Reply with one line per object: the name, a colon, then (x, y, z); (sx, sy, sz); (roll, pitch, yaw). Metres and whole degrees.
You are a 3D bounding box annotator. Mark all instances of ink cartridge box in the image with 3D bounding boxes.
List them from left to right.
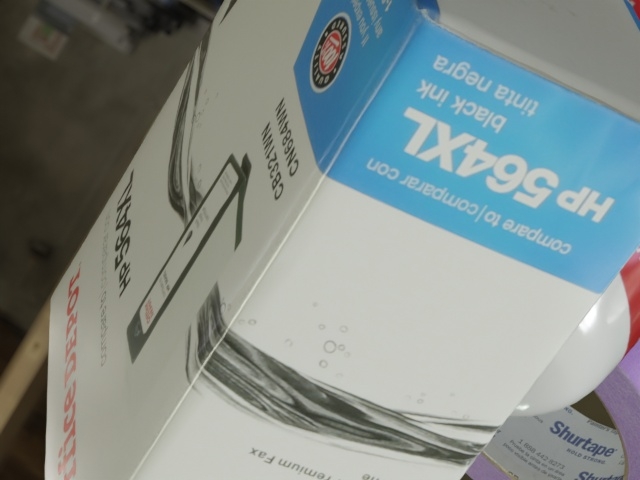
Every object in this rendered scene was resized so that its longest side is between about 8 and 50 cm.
ink cartridge box: (0.000, 0.000, 0.483); (0.086, 0.203, 0.148); (23, -151, -21)

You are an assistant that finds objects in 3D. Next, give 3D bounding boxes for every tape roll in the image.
tape roll: (0.179, 0.104, 1.306); (0.275, 0.090, 0.275); (33, 147, 24)

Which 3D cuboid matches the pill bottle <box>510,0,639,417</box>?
pill bottle: (0.108, -0.060, 0.885); (0.229, 0.407, 0.229); (35, 154, 20)
